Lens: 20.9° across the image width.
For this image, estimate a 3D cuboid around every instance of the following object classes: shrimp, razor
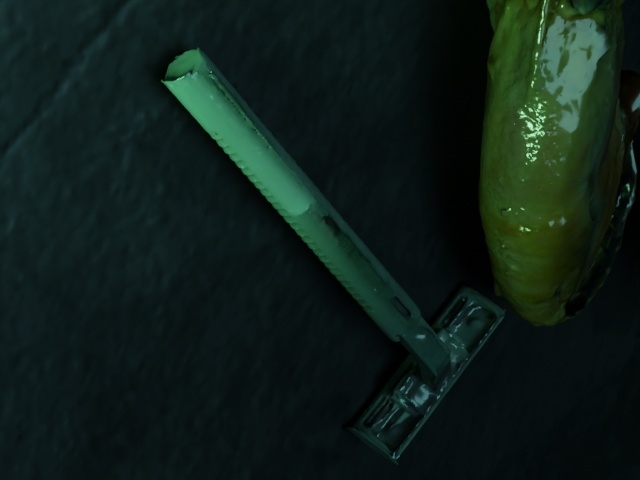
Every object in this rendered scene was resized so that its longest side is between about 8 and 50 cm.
[{"bbox_3d":[0.099,-0.087,0.712,0.117,0.066,0.262,-51,149,-55],"label":"shrimp"},{"bbox_3d":[0.005,0.002,0.679,0.084,0.036,0.211,-52,133,-15],"label":"razor"}]
